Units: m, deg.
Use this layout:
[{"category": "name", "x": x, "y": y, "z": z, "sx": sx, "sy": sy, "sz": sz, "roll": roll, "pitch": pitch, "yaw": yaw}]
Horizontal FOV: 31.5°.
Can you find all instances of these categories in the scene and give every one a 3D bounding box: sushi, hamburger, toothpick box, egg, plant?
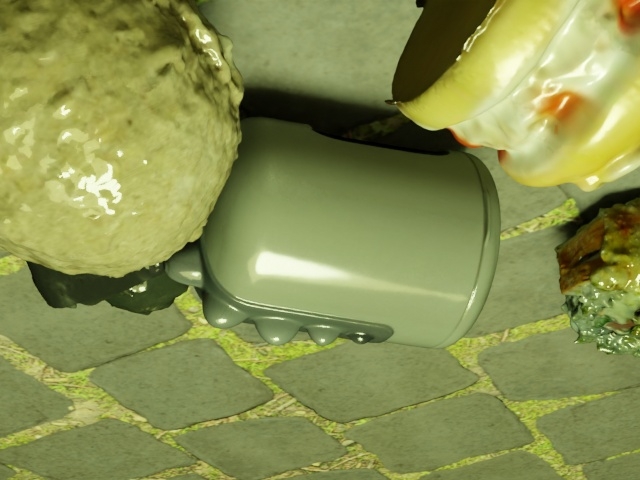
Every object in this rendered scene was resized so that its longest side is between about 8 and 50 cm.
[{"category": "sushi", "x": 0.406, "y": 0.049, "z": 1.330, "sx": 0.274, "sy": 0.139, "sz": 0.184, "roll": 10, "pitch": 146, "yaw": -9}, {"category": "hamburger", "x": 0.183, "y": -0.159, "z": 0.865, "sx": 0.186, "sy": 0.261, "sz": 0.302, "roll": 33, "pitch": 158, "yaw": -14}, {"category": "toothpick box", "x": 0.000, "y": 0.000, "z": 1.138, "sx": 0.316, "sy": 0.229, "sz": 0.229, "roll": 9, "pitch": 144, "yaw": -18}, {"category": "egg", "x": -0.201, "y": -0.110, "z": 0.936, "sx": 0.279, "sy": 0.279, "sz": 0.310, "roll": -13, "pitch": 128, "yaw": 12}, {"category": "plant", "x": -0.227, "y": -0.014, "z": 1.174, "sx": 0.164, "sy": 0.142, "sz": 0.256, "roll": -20, "pitch": 139, "yaw": 20}]
